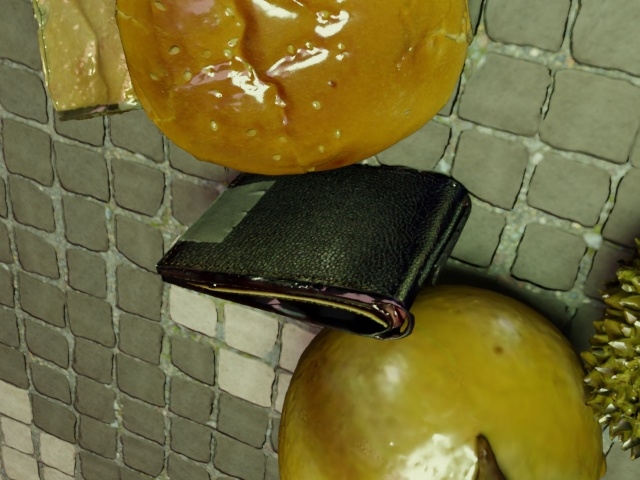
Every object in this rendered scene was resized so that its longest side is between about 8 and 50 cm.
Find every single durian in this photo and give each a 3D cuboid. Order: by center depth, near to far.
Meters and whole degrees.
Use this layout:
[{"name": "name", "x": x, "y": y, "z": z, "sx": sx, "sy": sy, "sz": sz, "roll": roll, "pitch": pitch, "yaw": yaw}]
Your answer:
[{"name": "durian", "x": 0.375, "y": 0.112, "z": 0.768, "sx": 0.293, "sy": 0.258, "sz": 0.258, "roll": 37, "pitch": 130, "yaw": -12}]

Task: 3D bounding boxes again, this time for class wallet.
[{"name": "wallet", "x": 0.000, "y": 0.000, "z": 0.881, "sx": 0.262, "sy": 0.221, "sz": 0.071, "roll": 11, "pitch": 129, "yaw": 20}]

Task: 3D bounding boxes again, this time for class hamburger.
[{"name": "hamburger", "x": -0.021, "y": -0.198, "z": 0.772, "sx": 0.315, "sy": 0.170, "sz": 0.289, "roll": -11, "pitch": 127, "yaw": 3}, {"name": "hamburger", "x": -0.214, "y": -0.236, "z": 0.916, "sx": 0.155, "sy": 0.135, "sz": 0.207, "roll": -12, "pitch": 100, "yaw": 15}]

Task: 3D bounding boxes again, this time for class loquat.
[{"name": "loquat", "x": 0.132, "y": 0.210, "z": 0.870, "sx": 0.359, "sy": 0.329, "sz": 0.328, "roll": 40, "pitch": 151, "yaw": 62}]
